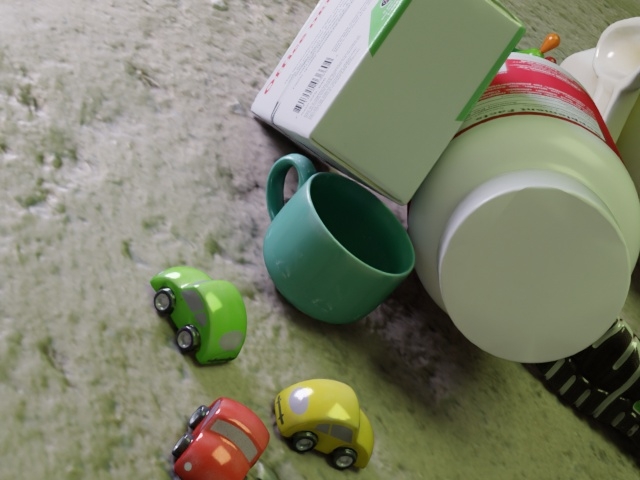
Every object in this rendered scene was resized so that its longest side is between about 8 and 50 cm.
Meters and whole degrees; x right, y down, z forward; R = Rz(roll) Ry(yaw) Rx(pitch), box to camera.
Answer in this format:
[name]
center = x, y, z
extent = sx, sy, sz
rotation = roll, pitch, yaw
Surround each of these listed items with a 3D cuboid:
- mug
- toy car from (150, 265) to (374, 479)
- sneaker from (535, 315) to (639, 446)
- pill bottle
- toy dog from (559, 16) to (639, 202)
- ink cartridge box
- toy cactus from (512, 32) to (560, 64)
[mug]
center = 0.008, 0.006, 1.449
extent = 0.129, 0.097, 0.158
rotation = 24, 33, -31
[toy car]
center = -0.066, 0.102, 1.268
extent = 0.239, 0.053, 0.225
rotation = -2, 51, -53
[sneaker]
center = 0.335, 0.144, 1.701
extent = 0.281, 0.106, 0.162
rotation = 45, 17, -5
[pill bottle]
center = 0.201, -0.038, 1.551
extent = 0.229, 0.229, 0.408
rotation = 37, 18, -11
[toy dog]
center = 0.501, -0.090, 2.024
extent = 0.408, 0.284, 0.395
rotation = 20, 4, -13
[ink cartridge box]
center = 0.057, -0.171, 1.529
extent = 0.121, 0.211, 0.289
rotation = 34, 2, -17
[toy cactus]
center = 0.252, -0.289, 2.185
extent = 0.219, 0.112, 0.180
rotation = 20, 24, -19
